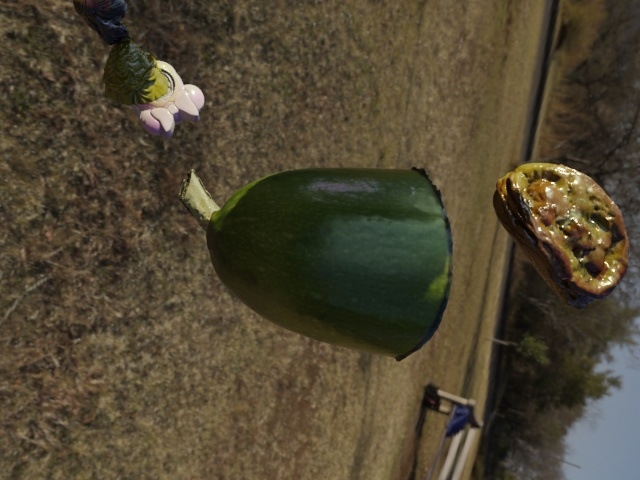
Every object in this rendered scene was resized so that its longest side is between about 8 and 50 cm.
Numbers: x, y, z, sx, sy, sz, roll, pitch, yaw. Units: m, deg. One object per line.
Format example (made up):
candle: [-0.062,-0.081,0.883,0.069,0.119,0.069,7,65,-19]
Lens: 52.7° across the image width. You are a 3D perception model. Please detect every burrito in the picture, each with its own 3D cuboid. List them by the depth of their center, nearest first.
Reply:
burrito: [-0.221,-0.063,1.210,0.041,0.149,0.055,-35,178,44]

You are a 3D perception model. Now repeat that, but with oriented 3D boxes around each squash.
squash: [-0.009,0.023,0.967,0.310,0.309,0.310,-175,-90,-68]

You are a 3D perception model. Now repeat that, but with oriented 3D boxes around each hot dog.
hot dog: [0.420,-0.017,1.119,0.196,0.272,0.122,-41,-170,-22]

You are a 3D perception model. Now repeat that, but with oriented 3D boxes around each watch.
watch: [-0.494,-0.424,2.010,0.211,0.248,0.217,-33,179,-21]

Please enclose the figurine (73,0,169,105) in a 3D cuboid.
figurine: [-0.529,-0.532,1.698,0.168,0.187,0.315,-31,141,-20]
